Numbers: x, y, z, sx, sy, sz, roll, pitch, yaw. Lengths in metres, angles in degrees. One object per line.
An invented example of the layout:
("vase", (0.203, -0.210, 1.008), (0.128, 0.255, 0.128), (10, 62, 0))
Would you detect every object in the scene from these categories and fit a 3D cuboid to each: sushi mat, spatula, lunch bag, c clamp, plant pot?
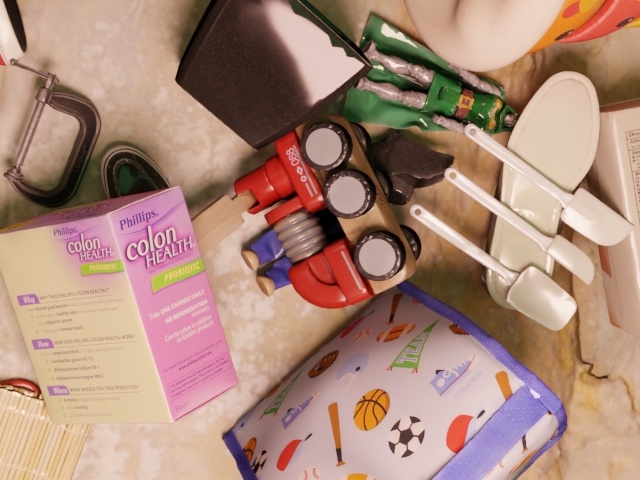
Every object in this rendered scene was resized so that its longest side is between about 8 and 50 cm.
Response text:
("sushi mat", (-0.397, 0.332, 1.588), (0.151, 0.019, 0.316), (19, 96, -14))
("spatula", (0.241, -0.018, 1.602), (0.242, 0.019, 0.168), (35, 96, -2))
("lunch bag", (0.092, 0.245, 1.506), (0.328, 0.385, 0.239), (-44, 102, -5))
("c clamp", (-0.328, -0.121, 1.544), (0.137, 0.022, 0.160), (12, 96, -41))
("plant pot", (-0.069, -0.215, 1.533), (0.187, 0.188, 0.167), (39, 99, -13))

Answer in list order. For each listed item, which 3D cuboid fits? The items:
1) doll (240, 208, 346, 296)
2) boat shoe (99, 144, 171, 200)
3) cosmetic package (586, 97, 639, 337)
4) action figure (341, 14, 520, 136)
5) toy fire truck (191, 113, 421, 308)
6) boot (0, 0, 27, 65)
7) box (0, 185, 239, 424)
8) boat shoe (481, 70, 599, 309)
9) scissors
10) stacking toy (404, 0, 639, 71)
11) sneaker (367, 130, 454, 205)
("doll", (0.000, 0.000, 1.633), (0.189, 0.046, 0.129), (-31, 94, -13))
("boat shoe", (-0.195, -0.017, 1.578), (0.078, 0.070, 0.219), (-30, 101, -7))
("cosmetic package", (0.439, -0.037, 1.679), (0.153, 0.129, 0.296), (-11, 99, -9))
("action figure", (0.153, -0.182, 1.640), (0.232, 0.063, 0.137), (17, 89, -17))
("toy fire truck", (-0.037, -0.007, 1.542), (0.246, 0.158, 0.217), (-26, 89, 17))
("boot", (-0.456, -0.289, 1.493), (0.176, 0.088, 0.244), (-26, 101, 0))
("box", (-0.236, 0.079, 1.497), (0.117, 0.214, 0.243), (-27, 104, -48))
("boat shoe", (0.272, -0.065, 1.654), (0.109, 0.091, 0.305), (15, 95, -2))
("scissors", (-0.474, 0.256, 1.579), (0.297, 0.021, 0.109), (-18, 102, -8))
("stacking toy", (0.363, -0.370, 1.572), (0.480, 0.351, 0.350), (-1, 97, -28))
("sneaker", (0.075, -0.102, 1.634), (0.170, 0.051, 0.089), (25, 64, 7))
